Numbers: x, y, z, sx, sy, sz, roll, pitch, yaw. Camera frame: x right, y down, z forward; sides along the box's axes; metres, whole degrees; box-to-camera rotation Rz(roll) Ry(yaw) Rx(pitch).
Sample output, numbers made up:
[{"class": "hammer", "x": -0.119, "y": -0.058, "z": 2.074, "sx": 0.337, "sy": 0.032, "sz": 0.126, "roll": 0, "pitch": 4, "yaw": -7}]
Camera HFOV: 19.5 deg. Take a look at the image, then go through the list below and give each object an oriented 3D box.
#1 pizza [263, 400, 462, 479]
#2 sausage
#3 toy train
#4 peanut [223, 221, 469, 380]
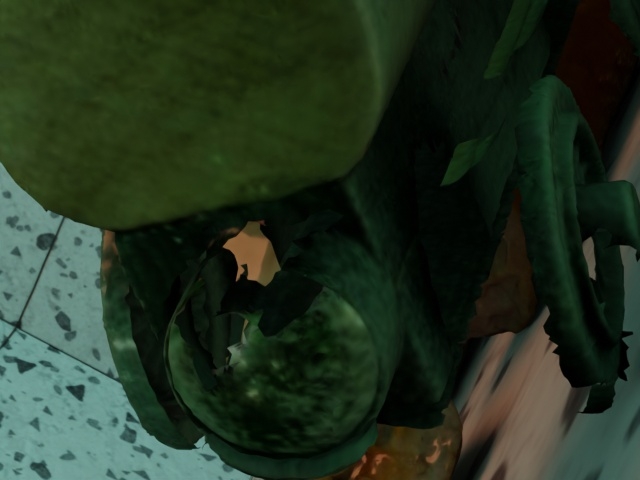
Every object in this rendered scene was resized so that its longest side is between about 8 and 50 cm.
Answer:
[{"class": "pizza", "x": -0.016, "y": 0.129, "z": 0.634, "sx": 0.127, "sy": 0.058, "sz": 0.246, "roll": -63, "pitch": -2, "yaw": -45}, {"class": "sausage", "x": 0.080, "y": -0.071, "z": 0.710, "sx": 0.103, "sy": 0.076, "sz": 0.302, "roll": -62, "pitch": 0, "yaw": 41}, {"class": "toy train", "x": 0.019, "y": -0.077, "z": 0.459, "sx": 0.307, "sy": 0.126, "sz": 0.189, "roll": -64, "pitch": -33, "yaw": -57}, {"class": "peanut", "x": 0.001, "y": -0.006, "z": 0.851, "sx": 0.174, "sy": 0.158, "sz": 0.340, "roll": -58, "pitch": 1, "yaw": 5}]
